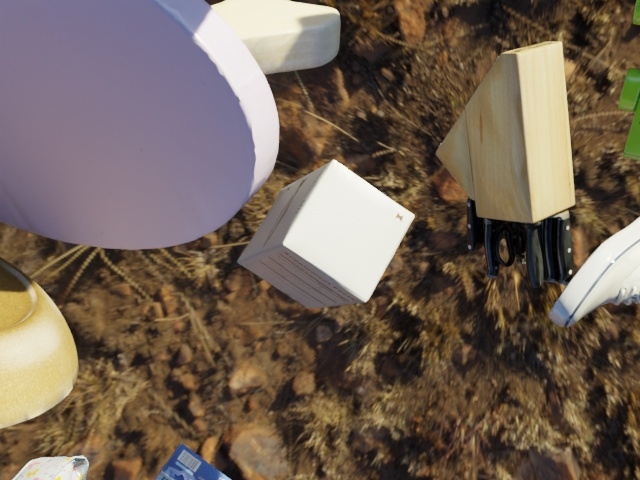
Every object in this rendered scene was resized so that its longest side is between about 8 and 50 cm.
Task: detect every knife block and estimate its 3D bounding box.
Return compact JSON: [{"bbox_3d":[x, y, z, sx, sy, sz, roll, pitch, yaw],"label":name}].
[{"bbox_3d":[0.269,-0.076,1.130,0.242,0.088,0.275,54,142,20],"label":"knife block"}]

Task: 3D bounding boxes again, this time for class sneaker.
[{"bbox_3d":[0.394,0.040,1.127,0.258,0.094,0.091,-34,65,-26],"label":"sneaker"}]

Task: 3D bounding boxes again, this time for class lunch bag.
[{"bbox_3d":[-0.319,0.288,1.053,0.071,0.083,0.053,-8,117,28],"label":"lunch bag"}]

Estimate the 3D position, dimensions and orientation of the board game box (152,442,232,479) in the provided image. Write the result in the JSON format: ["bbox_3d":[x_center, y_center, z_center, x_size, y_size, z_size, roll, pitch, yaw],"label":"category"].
[{"bbox_3d":[-0.064,0.264,0.703,0.201,0.035,0.136,36,125,0],"label":"board game box"}]

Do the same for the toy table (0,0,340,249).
[{"bbox_3d":[-0.128,-0.112,0.515,0.274,0.161,0.252,24,129,9],"label":"toy table"}]

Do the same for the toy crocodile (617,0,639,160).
[{"bbox_3d":[0.506,-0.274,1.295,0.115,0.105,0.340,11,116,20],"label":"toy crocodile"}]

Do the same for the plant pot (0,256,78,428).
[{"bbox_3d":[-0.225,0.021,0.407,0.236,0.236,0.032,20,100,11],"label":"plant pot"}]

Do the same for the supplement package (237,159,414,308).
[{"bbox_3d":[0.000,0.000,0.939,0.105,0.179,0.105,35,73,-13],"label":"supplement package"}]
